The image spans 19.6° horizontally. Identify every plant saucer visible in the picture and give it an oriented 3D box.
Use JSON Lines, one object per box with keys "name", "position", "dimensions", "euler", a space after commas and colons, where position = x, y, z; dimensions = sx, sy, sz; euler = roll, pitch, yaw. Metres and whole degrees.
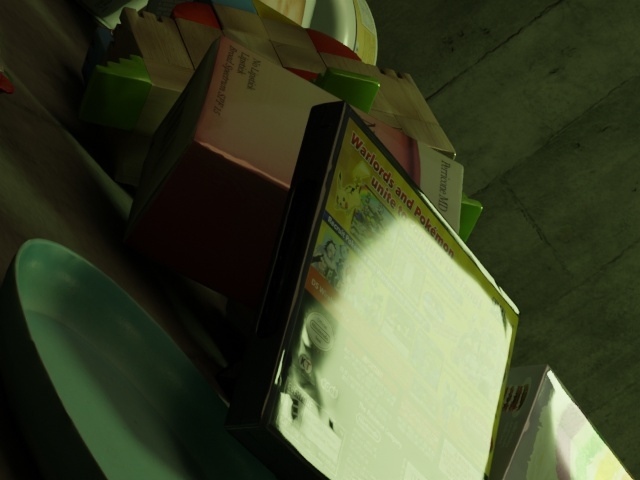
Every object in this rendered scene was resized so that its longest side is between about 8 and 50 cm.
{"name": "plant saucer", "position": [-0.082, 0.138, 1.024], "dimensions": [0.317, 0.043, 0.317], "euler": [53, 6, -8]}

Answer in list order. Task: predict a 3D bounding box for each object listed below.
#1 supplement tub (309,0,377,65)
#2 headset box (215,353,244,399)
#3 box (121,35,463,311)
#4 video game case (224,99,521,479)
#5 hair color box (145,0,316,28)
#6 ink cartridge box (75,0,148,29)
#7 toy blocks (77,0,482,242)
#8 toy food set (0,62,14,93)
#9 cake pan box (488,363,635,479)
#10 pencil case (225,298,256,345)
{"name": "supplement tub", "position": [-0.057, -0.250, 2.315], "dimensions": [0.241, 0.241, 0.331], "euler": [54, 6, 5]}
{"name": "headset box", "position": [-0.038, 0.102, 1.430], "dimensions": [0.032, 0.062, 0.083], "euler": [57, 6, 16]}
{"name": "box", "position": [-0.018, -0.029, 1.453], "dimensions": [0.232, 0.127, 0.149], "euler": [27, 38, -15]}
{"name": "video game case", "position": [0.046, 0.084, 1.267], "dimensions": [0.275, 0.035, 0.248], "euler": [47, 47, -42]}
{"name": "hair color box", "position": [-0.077, -0.290, 1.917], "dimensions": [0.113, 0.374, 0.185], "euler": [12, -8, 19]}
{"name": "ink cartridge box", "position": [-0.243, -0.383, 1.989], "dimensions": [0.233, 0.171, 0.168], "euler": [56, 7, 20]}
{"name": "toy blocks", "position": [-0.059, -0.133, 1.676], "dimensions": [0.381, 0.191, 0.261], "euler": [11, 30, -24]}
{"name": "toy food set", "position": [-0.252, -0.140, 1.345], "dimensions": [0.082, 0.020, 0.083], "euler": [57, 7, 27]}
{"name": "cake pan box", "position": [0.172, 0.272, 1.439], "dimensions": [0.246, 0.070, 0.267], "euler": [51, 47, -26]}
{"name": "pencil case", "position": [0.031, 0.130, 1.536], "dimensions": [0.273, 0.124, 0.113], "euler": [57, -10, 21]}
